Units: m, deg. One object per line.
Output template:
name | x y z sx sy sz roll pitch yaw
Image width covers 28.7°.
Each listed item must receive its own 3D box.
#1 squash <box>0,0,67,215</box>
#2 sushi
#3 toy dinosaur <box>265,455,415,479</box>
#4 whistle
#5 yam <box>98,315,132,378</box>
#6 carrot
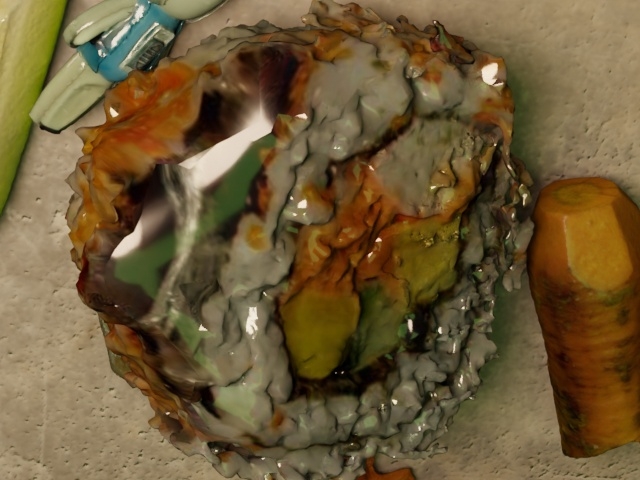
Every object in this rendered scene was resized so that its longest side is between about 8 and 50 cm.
squash | -0.326 -0.125 0.977 0.203 0.111 0.289 -17 137 -49
sushi | 0.003 0.002 1.014 0.417 0.176 0.417 -12 113 -28
toy dinosaur | 0.008 0.213 1.249 0.142 0.057 0.212 -26 120 -7
whistle | -0.147 -0.176 1.003 0.235 0.077 0.114 -42 157 16
yam | -0.151 0.019 1.092 0.107 0.107 0.194 -10 119 -2
carrot | 0.259 0.084 1.181 0.114 0.114 0.302 -15 120 0
